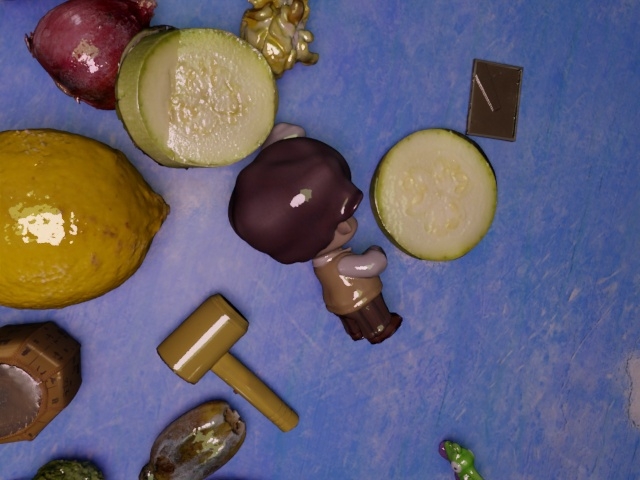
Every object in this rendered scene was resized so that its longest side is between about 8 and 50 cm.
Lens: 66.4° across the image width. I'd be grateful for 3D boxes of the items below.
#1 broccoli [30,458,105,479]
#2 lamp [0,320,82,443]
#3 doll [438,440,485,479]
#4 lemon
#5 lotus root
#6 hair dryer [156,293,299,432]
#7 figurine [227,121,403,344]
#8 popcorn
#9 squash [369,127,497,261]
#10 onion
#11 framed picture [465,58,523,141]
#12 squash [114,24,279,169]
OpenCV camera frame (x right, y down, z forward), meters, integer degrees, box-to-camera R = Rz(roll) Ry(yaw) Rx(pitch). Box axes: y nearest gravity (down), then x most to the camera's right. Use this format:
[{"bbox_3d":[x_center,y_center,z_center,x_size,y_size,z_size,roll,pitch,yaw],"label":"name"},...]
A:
[{"bbox_3d":[-0.465,0.490,0.736,0.302,0.186,0.254,-22,62,7],"label":"broccoli"},{"bbox_3d":[-0.437,0.201,0.711,0.161,0.185,0.161,-1,93,-13],"label":"lamp"},{"bbox_3d":[0.290,0.464,0.936,0.050,0.115,0.190,-27,101,-12],"label":"doll"},{"bbox_3d":[-0.371,-0.028,0.682,0.311,0.253,0.253,-4,94,-18],"label":"lemon"},{"bbox_3d":[-0.218,0.349,0.821,0.192,0.088,0.113,-35,102,-4],"label":"lotus root"},{"bbox_3d":[-0.132,0.227,0.847,0.135,0.090,0.278,-45,108,-10],"label":"hair dryer"},{"bbox_3d":[0.018,-0.009,0.803,0.365,0.218,0.206,44,81,-18],"label":"figurine"},{"bbox_3d":[-0.078,-0.333,0.797,0.162,0.136,0.141,31,90,-52],"label":"popcorn"},{"bbox_3d":[0.216,-0.088,0.927,0.252,0.049,0.251,0,91,-13],"label":"squash"},{"bbox_3d":[-0.320,-0.294,0.734,0.159,0.159,0.195,43,83,-12],"label":"onion"},{"bbox_3d":[0.343,-0.275,0.963,0.109,0.011,0.148,6,91,-14],"label":"framed picture"},{"bbox_3d":[-0.188,-0.208,0.733,0.220,0.133,0.220,-18,116,-42],"label":"squash"}]
